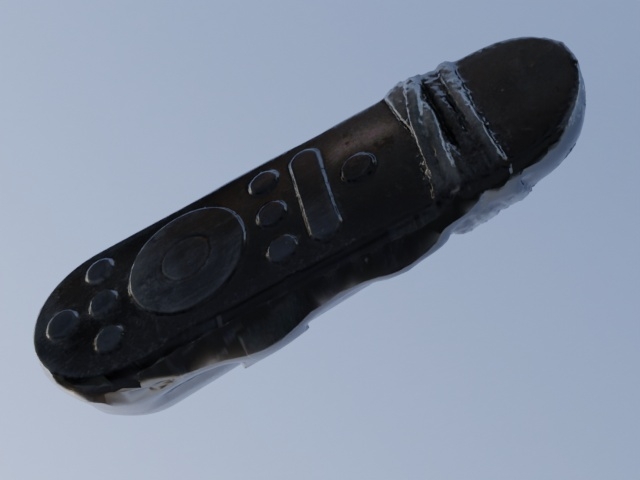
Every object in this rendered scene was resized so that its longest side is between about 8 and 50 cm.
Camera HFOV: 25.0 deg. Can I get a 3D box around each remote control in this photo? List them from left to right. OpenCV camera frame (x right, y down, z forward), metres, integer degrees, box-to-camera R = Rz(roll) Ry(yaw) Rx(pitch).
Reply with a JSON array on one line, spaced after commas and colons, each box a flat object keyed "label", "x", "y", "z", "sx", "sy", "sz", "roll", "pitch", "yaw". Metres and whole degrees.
[{"label": "remote control", "x": 0.000, "y": 0.000, "z": 0.629, "sx": 0.266, "sy": 0.066, "sz": 0.090, "roll": -28, "pitch": -131, "yaw": 11}]
